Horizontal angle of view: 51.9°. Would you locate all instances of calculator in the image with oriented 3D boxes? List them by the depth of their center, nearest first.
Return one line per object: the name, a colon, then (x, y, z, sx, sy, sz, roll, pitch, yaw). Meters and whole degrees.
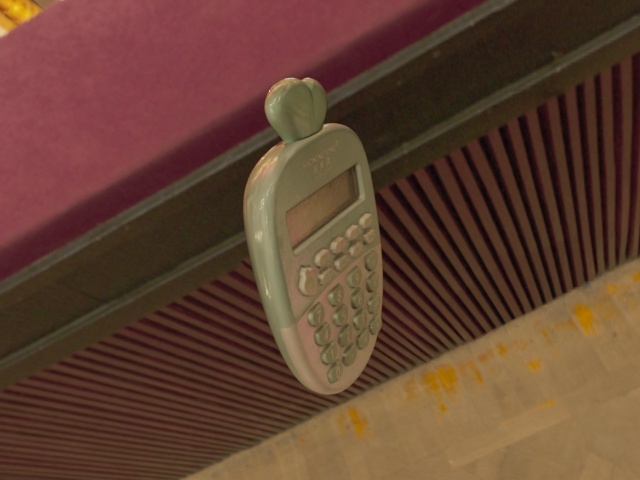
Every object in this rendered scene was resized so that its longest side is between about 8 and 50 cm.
calculator: (0.000, 0.000, 0.594, 0.042, 0.184, 0.295, 2, 114, 32)
